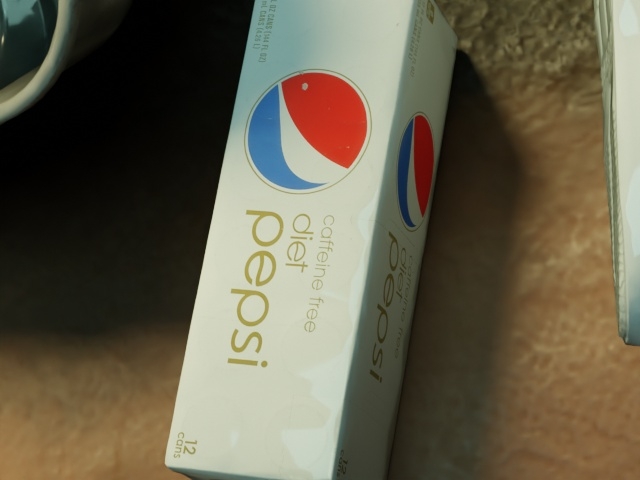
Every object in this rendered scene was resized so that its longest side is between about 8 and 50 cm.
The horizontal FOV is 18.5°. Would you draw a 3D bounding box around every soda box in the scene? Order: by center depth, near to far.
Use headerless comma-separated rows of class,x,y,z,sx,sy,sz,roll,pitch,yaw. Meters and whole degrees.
soda box,0.000,0.000,0.814,0.074,0.069,0.216,4,74,21

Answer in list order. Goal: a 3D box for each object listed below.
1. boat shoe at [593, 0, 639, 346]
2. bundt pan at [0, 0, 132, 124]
boat shoe,0.159,-0.103,0.786,0.094,0.109,0.302,-1,80,4
bundt pan,-0.198,-0.195,0.870,0.331,0.124,0.331,7,107,24
